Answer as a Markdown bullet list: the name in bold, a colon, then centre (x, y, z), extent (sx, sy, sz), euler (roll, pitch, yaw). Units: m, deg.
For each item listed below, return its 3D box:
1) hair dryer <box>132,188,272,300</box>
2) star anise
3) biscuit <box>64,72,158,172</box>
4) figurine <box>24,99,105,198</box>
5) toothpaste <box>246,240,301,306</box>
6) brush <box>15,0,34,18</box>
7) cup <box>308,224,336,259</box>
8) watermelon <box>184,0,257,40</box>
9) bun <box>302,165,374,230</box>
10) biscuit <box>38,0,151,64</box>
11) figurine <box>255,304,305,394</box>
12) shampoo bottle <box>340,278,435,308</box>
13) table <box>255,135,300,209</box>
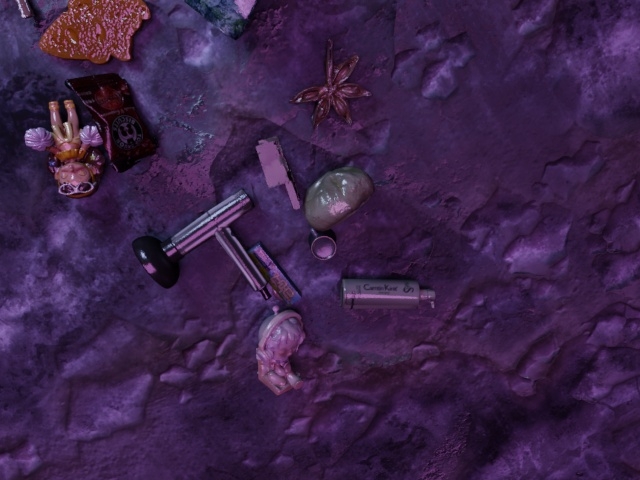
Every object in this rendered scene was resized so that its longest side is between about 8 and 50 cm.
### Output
- **hair dryer**: centre (-0.279, 0.053, 1.315), extent (0.320, 0.155, 0.284), euler (-26, 75, 0)
- **star anise**: centre (0.033, -0.369, 1.277), extent (0.172, 0.063, 0.208), euler (31, 100, -16)
- **biscuit**: centre (-0.489, -0.289, 1.233), extent (0.063, 0.151, 0.235), euler (-9, 110, 39)
- **figurine**: centre (-0.613, -0.222, 1.258), extent (0.175, 0.116, 0.240), euler (-11, 103, -18)
- **toothpaste**: centre (-0.136, 0.099, 1.418), extent (0.070, 0.044, 0.193), euler (-35, 105, 7)
- **brush**: centre (-0.718, -0.654, 1.148), extent (0.084, 0.071, 0.301), euler (-15, 108, 14)
- **cup**: centre (0.000, 0.000, 1.377), extent (0.078, 0.077, 0.100), euler (-36, 105, 8)
- **watermelon**: centre (-0.185, -0.588, 1.148), extent (0.148, 0.226, 0.318), euler (26, 71, -10)
- **bun**: centre (0.038, -0.115, 1.289), extent (0.195, 0.195, 0.118), euler (-33, 99, 7)
- **biscuit**: centre (-0.533, -0.500, 1.216), extent (0.280, 0.043, 0.183), euler (-19, 104, 8)
- **figurine**: centre (-0.108, 0.297, 1.429), extent (0.141, 0.163, 0.236), euler (19, 109, 36)
- **shampoo bottle**: centre (0.189, 0.150, 1.428), extent (0.263, 0.085, 0.085), euler (1, 107, -3)
- **table**: centre (-0.105, -0.167, 1.284), extent (0.063, 0.146, 0.175), euler (-17, 106, 2)
